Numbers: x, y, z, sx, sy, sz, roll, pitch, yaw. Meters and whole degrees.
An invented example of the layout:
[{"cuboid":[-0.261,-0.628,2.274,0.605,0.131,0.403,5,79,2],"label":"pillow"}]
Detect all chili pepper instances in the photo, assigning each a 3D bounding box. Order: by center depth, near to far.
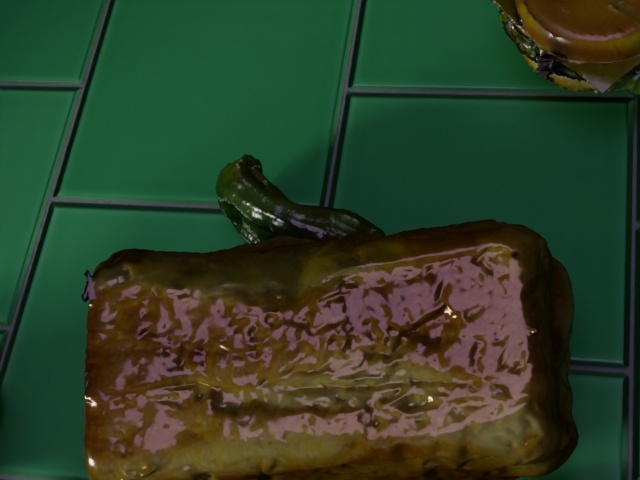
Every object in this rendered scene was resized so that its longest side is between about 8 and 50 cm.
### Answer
[{"cuboid":[0.000,-0.002,0.890,0.204,0.072,0.073,28,79,20],"label":"chili pepper"}]

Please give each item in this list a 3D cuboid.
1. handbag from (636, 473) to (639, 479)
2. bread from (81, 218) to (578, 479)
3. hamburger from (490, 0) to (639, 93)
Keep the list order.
[{"cuboid":[0.236,0.267,0.588,0.247,0.240,0.341,21,67,7],"label":"handbag"},{"cuboid":[0.007,0.086,0.792,0.344,0.149,0.195,-4,71,10],"label":"bread"},{"cuboid":[0.233,-0.187,0.937,0.164,0.093,0.189,-28,58,-3],"label":"hamburger"}]
